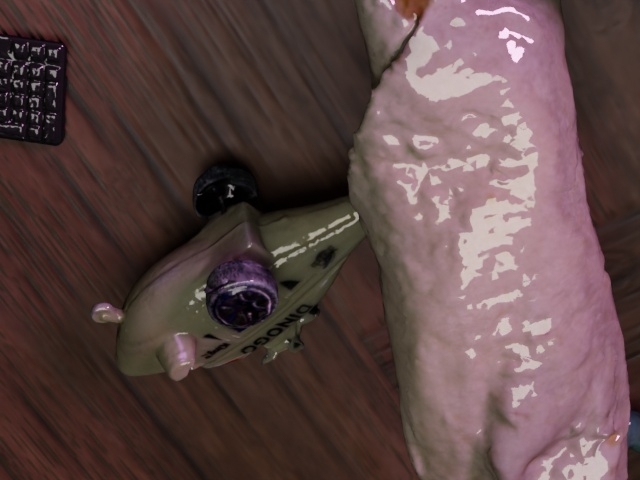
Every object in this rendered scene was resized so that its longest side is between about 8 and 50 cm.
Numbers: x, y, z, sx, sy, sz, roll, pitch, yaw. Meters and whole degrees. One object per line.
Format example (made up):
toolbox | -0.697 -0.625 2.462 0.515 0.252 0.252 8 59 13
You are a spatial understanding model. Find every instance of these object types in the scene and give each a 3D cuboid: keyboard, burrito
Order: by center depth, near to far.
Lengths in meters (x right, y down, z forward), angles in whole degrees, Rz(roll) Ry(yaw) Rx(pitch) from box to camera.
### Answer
burrito | 0.085 0.032 0.653 0.117 0.076 0.392 -10 112 5
keyboard | -0.240 -0.093 0.726 0.204 0.013 0.061 8 119 0

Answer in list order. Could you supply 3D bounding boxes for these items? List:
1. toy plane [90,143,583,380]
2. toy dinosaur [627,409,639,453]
toy plane | 0.000 0.000 0.722 0.286 0.092 0.108 -36 131 21
toy dinosaur | 0.312 0.216 0.817 0.331 0.129 0.383 15 117 -16
